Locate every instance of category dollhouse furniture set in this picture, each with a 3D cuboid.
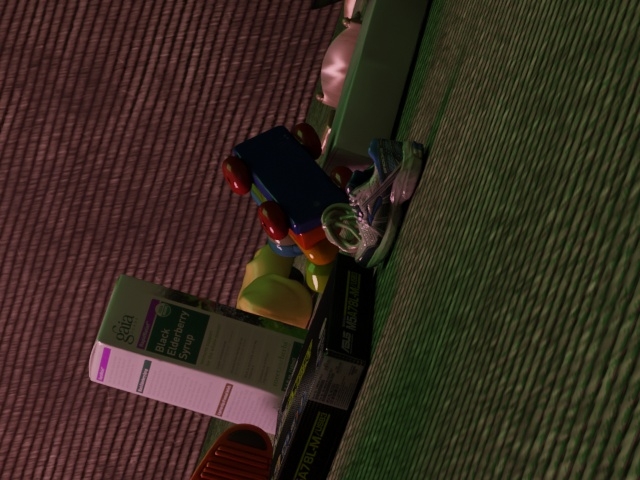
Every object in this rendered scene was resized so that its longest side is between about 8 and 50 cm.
[{"bbox_3d":[0.014,-0.356,2.445,0.303,0.174,0.355,-78,7,-53],"label":"dollhouse furniture set"}]

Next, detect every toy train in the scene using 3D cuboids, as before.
[{"bbox_3d":[0.000,0.000,1.840,0.248,0.105,0.143,50,161,44],"label":"toy train"}]

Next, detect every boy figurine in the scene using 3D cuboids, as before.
[{"bbox_3d":[-0.061,0.069,2.302,0.285,0.092,0.177,-176,103,-84],"label":"boy figurine"}]

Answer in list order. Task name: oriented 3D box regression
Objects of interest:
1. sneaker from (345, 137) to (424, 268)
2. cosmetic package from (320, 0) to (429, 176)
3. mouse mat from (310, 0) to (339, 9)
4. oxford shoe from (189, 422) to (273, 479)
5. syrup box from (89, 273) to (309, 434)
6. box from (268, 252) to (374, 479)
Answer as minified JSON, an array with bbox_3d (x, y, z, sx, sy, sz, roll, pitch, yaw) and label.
[{"bbox_3d":[0.048,-0.037,1.599,0.052,0.058,0.135,-80,8,-59],"label":"sneaker"},{"bbox_3d":[0.064,-0.184,1.926,0.099,0.060,0.239,128,159,-71],"label":"cosmetic package"},{"bbox_3d":[0.070,-0.309,1.946,0.007,0.153,0.189,66,165,10],"label":"mouse mat"},{"bbox_3d":[-0.112,0.318,2.005,0.098,0.097,0.271,-68,-4,-73],"label":"oxford shoe"},{"bbox_3d":[-0.132,0.129,2.005,0.096,0.237,0.093,113,173,-55],"label":"syrup box"},{"bbox_3d":[-0.001,0.135,1.635,0.184,0.045,0.190,-87,15,-62],"label":"box"}]
